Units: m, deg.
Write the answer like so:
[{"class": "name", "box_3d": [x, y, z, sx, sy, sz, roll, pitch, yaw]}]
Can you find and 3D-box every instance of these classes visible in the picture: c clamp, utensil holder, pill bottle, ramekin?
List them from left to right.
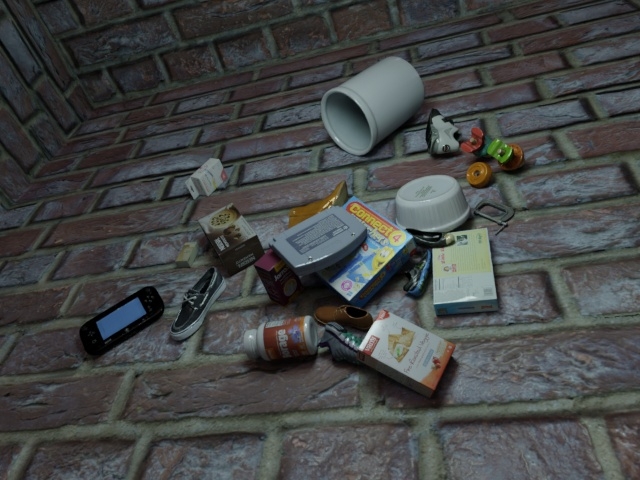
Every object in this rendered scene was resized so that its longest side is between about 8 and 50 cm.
[{"class": "pill bottle", "box_3d": [-0.123, 0.310, 1.616, 0.215, 0.121, 0.121, -11, 40, 12]}, {"class": "utensil holder", "box_3d": [0.245, -0.633, 2.399, 0.385, 0.328, 0.327, -40, 43, -25]}, {"class": "ramekin", "box_3d": [0.394, -0.134, 1.864, 0.272, 0.127, 0.273, -15, 27, 8]}, {"class": "c clamp", "box_3d": [0.613, -0.094, 1.849, 0.137, 0.022, 0.160, -34, 41, -16]}]

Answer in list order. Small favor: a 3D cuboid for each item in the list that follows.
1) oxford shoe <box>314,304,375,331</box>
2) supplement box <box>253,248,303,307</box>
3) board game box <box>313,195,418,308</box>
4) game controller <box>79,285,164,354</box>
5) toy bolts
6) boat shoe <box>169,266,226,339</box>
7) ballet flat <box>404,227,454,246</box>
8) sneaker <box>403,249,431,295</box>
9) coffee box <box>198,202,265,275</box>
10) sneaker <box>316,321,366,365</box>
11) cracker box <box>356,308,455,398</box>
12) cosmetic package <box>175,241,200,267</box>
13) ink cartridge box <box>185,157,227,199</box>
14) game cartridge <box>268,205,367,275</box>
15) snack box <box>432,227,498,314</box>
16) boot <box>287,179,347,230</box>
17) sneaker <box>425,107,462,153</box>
[{"class": "oxford shoe", "box_3d": [0.071, 0.233, 1.660, 0.212, 0.076, 0.076, 3, 46, 28]}, {"class": "supplement box", "box_3d": [-0.141, 0.126, 1.783, 0.080, 0.188, 0.104, 20, 53, 38]}, {"class": "board game box", "box_3d": [0.118, 0.038, 1.778, 0.302, 0.086, 0.308, -45, 52, -9]}, {"class": "game controller", "box_3d": [-0.741, 0.298, 1.938, 0.319, 0.067, 0.166, -33, 41, -15]}, {"class": "toy bolts", "box_3d": [0.665, -0.316, 2.038, 0.218, 0.158, 0.229, -54, 45, 22]}, {"class": "boat shoe", "box_3d": [-0.454, 0.220, 1.875, 0.108, 0.102, 0.301, 9, 47, 31]}, {"class": "ballet flat", "box_3d": [0.364, -0.012, 1.745, 0.173, 0.049, 0.058, 3, 49, 25]}, {"class": "sneaker", "box_3d": [0.322, 0.099, 1.712, 0.078, 0.067, 0.188, 10, 51, 24]}, {"class": "coffee box", "box_3d": [-0.361, -0.010, 2.091, 0.168, 0.119, 0.297, -28, 39, -12]}, {"class": "sneaker", "box_3d": [0.092, 0.340, 1.548, 0.223, 0.083, 0.098, 33, 101, 31]}, {"class": "cracker box", "box_3d": [0.238, 0.312, 1.447, 0.232, 0.067, 0.156, 24, 55, 19]}, {"class": "cosmetic package", "box_3d": [-0.553, 0.060, 2.154, 0.060, 0.041, 0.115, -5, 41, 17]}, {"class": "ink cartridge box", "box_3d": [-0.552, -0.295, 2.509, 0.067, 0.115, 0.198, 13, 50, 34]}, {"class": "game cartridge", "box_3d": [0.000, 0.000, 1.715, 0.294, 0.060, 0.196, -29, 44, -22]}, {"class": "snack box", "box_3d": [0.458, 0.094, 1.665, 0.186, 0.060, 0.322, -7, 40, 18]}, {"class": "boot", "box_3d": [-0.015, -0.136, 2.103, 0.211, 0.104, 0.295, 1, 47, 23]}, {"class": "sneaker", "box_3d": [0.539, -0.470, 2.264, 0.146, 0.123, 0.331, 6, 41, 3]}]
